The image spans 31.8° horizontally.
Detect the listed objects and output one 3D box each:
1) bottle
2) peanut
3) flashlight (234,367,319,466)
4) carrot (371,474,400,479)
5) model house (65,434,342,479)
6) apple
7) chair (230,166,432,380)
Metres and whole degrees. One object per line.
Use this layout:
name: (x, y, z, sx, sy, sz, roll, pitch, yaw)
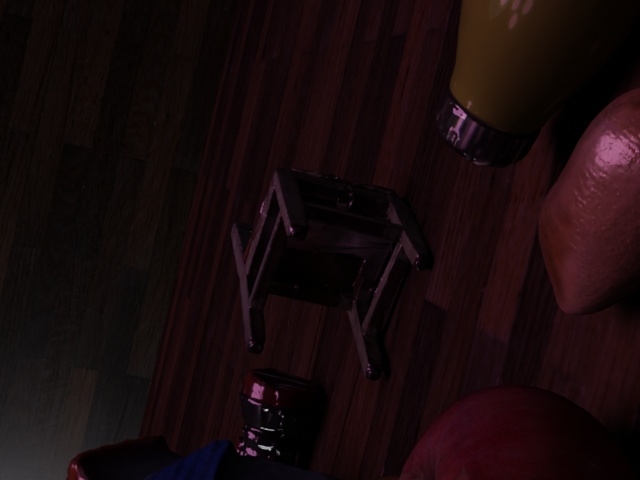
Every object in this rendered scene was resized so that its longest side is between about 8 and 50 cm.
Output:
bottle: (0.150, -0.165, 0.707, 0.112, 0.112, 0.260, -95, 23, -50)
peanut: (0.165, -0.019, 0.614, 0.076, 0.076, 0.152, -95, 24, -49)
flashlight: (-0.065, 0.261, 1.236, 0.093, 0.093, 0.231, -147, 70, -75)
carrot: (0.066, 0.234, 0.757, 0.193, 0.087, 0.087, -118, 42, -66)
model house: (-0.180, 0.323, 1.047, 0.251, 0.329, 0.294, -61, -9, -60)
apple: (0.105, 0.153, 0.600, 0.153, 0.120, 0.153, -164, 90, -81)
chair: (0.000, 0.000, 1.105, 0.270, 0.136, 0.147, -104, 31, -63)
